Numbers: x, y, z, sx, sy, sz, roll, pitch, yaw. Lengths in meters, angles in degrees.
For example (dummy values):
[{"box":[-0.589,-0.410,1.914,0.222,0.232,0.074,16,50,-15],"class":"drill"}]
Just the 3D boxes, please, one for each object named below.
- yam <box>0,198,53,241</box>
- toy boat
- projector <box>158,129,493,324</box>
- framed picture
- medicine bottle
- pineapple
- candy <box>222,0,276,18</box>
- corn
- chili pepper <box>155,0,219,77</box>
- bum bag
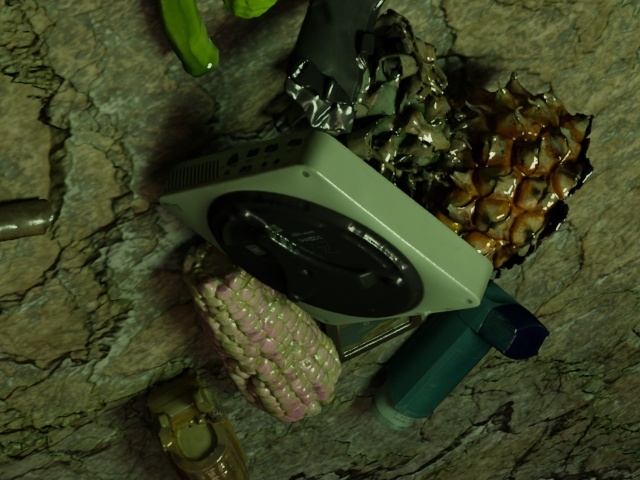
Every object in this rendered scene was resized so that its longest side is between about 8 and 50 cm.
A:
[{"box":[-0.405,-0.007,1.852,0.327,0.045,0.045,-7,100,-36],"class":"yam"},{"box":[-0.140,0.258,2.379,0.089,0.115,0.310,-27,149,-6],"class":"toy boat"},{"box":[0.000,0.000,1.966,0.259,0.079,0.257,37,152,-28],"class":"projector"},{"box":[0.060,0.080,2.385,0.128,0.023,0.168,-25,148,-10],"class":"framed picture"},{"box":[0.169,0.152,2.487,0.079,0.124,0.258,6,135,-48],"class":"medicine bottle"},{"box":[0.100,-0.121,2.004,0.262,0.262,0.272,-42,124,18],"class":"pineapple"},{"box":[-0.046,-0.277,1.735,0.097,0.096,0.209,-12,146,-29],"class":"candy"},{"box":[-0.071,0.101,2.218,0.127,0.126,0.335,-32,147,1],"class":"corn"},{"box":[-0.125,-0.225,1.779,0.052,0.050,0.201,-36,151,-22],"class":"chili pepper"},{"box":[0.020,-0.199,1.840,0.087,0.197,0.049,22,164,-25],"class":"bum bag"}]
